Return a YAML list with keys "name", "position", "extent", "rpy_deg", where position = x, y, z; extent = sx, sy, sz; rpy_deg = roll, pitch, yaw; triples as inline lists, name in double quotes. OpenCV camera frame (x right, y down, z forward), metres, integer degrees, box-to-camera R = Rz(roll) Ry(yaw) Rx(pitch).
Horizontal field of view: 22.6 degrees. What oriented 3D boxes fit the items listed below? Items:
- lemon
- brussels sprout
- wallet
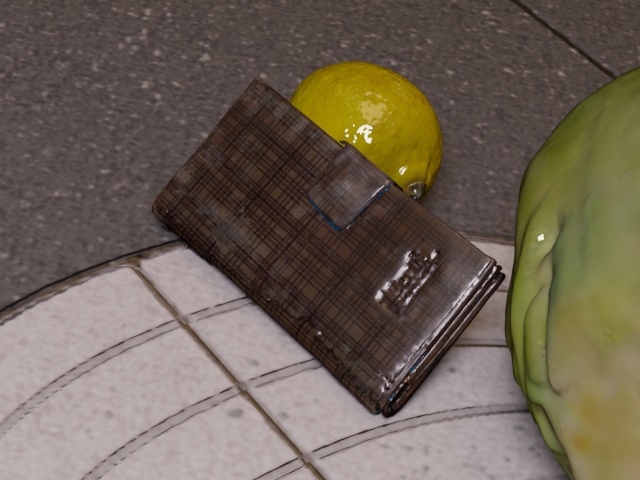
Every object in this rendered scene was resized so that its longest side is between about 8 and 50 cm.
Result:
- name: "lemon"
  position: [0.030, -0.069, 1.124]
  extent: [0.109, 0.109, 0.133]
  rpy_deg: [-16, 40, -31]
- name: "brussels sprout"
  position: [0.259, 0.028, 0.948]
  extent: [0.344, 0.268, 0.344]
  rpy_deg: [9, 46, -10]
- name: "wallet"
  position: [0.000, 0.000, 1.040]
  extent: [0.230, 0.042, 0.124]
  rpy_deg: [40, 91, 31]
